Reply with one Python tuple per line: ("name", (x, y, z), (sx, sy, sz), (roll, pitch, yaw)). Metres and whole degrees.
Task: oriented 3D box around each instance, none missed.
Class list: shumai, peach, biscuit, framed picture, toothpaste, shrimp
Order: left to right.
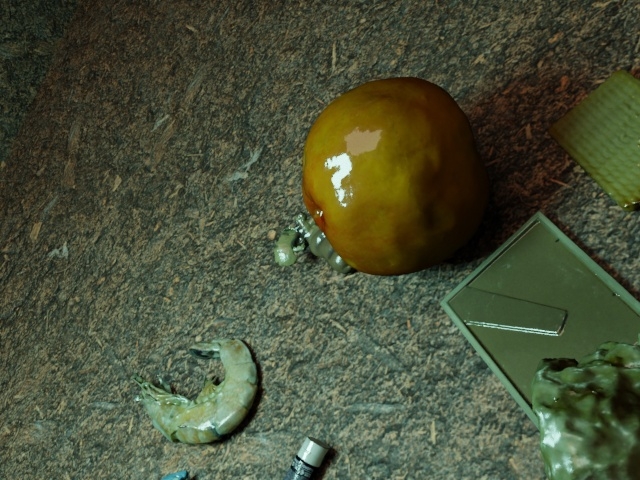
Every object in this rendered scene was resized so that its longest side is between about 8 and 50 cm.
("shrimp", (-0.267, 0.304, 1.694), (0.360, 0.085, 0.246), (3, 55, 41))
("toothpaste", (-0.051, 0.436, 1.413), (0.071, 0.045, 0.193), (24, 86, 58))
("peach", (0.118, -0.108, 1.407), (0.302, 0.342, 0.342), (-27, 42, -3))
("framed picture", (0.350, 0.119, 1.276), (0.240, 0.020, 0.324), (-45, 40, 9))
("biscuit", (0.505, -0.168, 1.333), (0.172, 0.029, 0.254), (-41, 41, 13))
("shumai", (0.416, 0.219, 0.904), (0.289, 0.330, 0.291), (-19, 59, 31))

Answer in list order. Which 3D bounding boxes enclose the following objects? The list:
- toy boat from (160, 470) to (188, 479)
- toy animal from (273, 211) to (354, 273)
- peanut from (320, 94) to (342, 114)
("toy boat", (-0.273, 0.541, 1.530), (0.102, 0.088, 0.215), (-1, 53, 3))
("toy animal", (0.000, 0.000, 1.645), (0.186, 0.094, 0.214), (-53, 47, 12))
("peanut", (0.083, -0.229, 1.720), (0.233, 0.110, 0.196), (-4, 59, 44))
